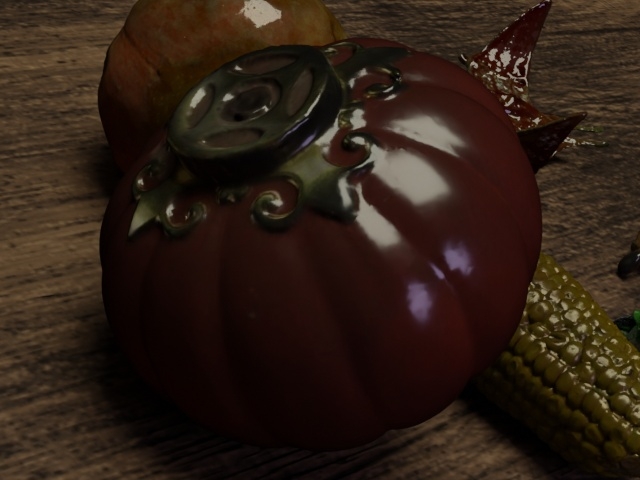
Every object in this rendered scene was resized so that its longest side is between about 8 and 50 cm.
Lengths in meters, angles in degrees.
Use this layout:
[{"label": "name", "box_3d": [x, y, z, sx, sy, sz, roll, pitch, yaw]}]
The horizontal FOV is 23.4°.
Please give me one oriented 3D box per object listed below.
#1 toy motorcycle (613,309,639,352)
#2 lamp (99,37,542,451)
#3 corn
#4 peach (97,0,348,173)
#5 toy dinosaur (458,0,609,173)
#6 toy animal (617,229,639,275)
[{"label": "toy motorcycle", "box_3d": [0.307, 0.107, 1.239, 0.074, 0.106, 0.190, -7, 39, -41]}, {"label": "lamp", "box_3d": [0.000, 0.000, 1.040, 0.303, 0.257, 0.303, -15, 39, 13]}, {"label": "corn", "box_3d": [0.147, 0.064, 1.192, 0.119, 0.119, 0.322, -7, 43, -42]}, {"label": "peach", "box_3d": [-0.054, -0.112, 1.253, 0.235, 0.214, 0.214, 35, 31, 8]}, {"label": "toy dinosaur", "box_3d": [0.221, -0.167, 1.630, 0.206, 0.113, 0.327, 32, 29, 17]}, {"label": "toy animal", "box_3d": [0.395, -0.066, 1.539, 0.097, 0.157, 0.312, 28, 28, 11]}]
